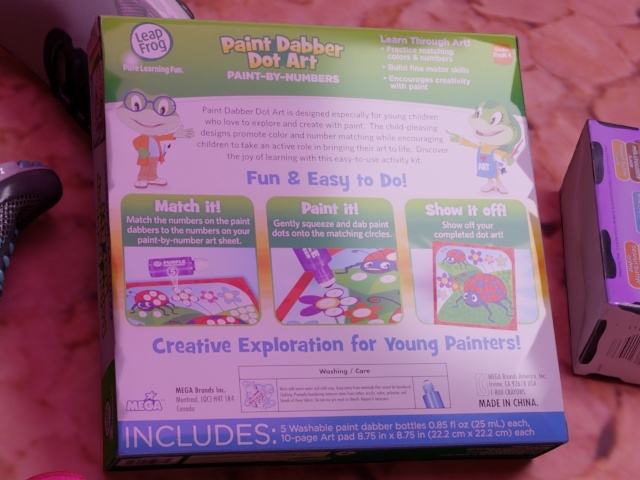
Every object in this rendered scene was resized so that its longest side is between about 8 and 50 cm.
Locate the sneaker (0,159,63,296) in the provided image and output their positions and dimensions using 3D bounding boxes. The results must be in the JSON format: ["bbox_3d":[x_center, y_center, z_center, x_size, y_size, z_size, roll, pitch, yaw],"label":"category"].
[{"bbox_3d":[-0.198,0.018,0.893,0.076,0.065,0.166,47,54,6],"label":"sneaker"}]

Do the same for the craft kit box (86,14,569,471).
[{"bbox_3d":[0.000,0.000,0.895,0.250,0.061,0.246,1,74,-16],"label":"craft kit box"}]

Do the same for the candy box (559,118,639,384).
[{"bbox_3d":[0.255,0.017,1.004,0.196,0.070,0.165,10,45,-5],"label":"candy box"}]

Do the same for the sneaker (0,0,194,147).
[{"bbox_3d":[-0.109,-0.085,0.982,0.271,0.100,0.108,34,52,17],"label":"sneaker"}]

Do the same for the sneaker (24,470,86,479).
[{"bbox_3d":[-0.043,0.221,0.693,0.299,0.112,0.121,34,46,15],"label":"sneaker"}]
